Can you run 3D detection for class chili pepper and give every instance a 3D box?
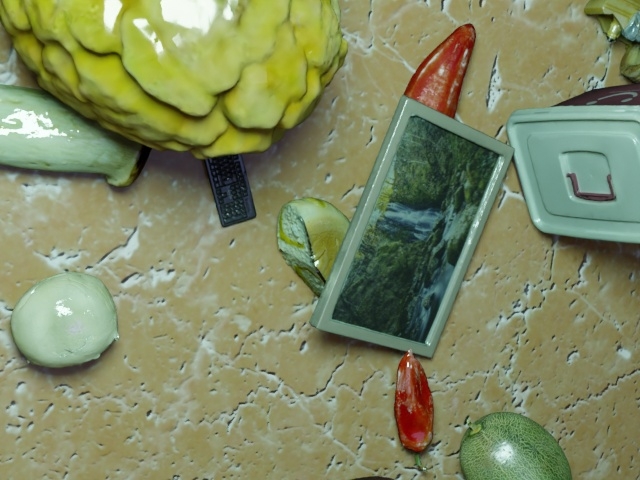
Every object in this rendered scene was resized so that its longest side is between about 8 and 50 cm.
[{"bbox_3d":[0.168,-0.221,1.587,0.088,0.065,0.168,28,84,-24],"label":"chili pepper"},{"bbox_3d":[0.129,0.239,1.643,0.059,0.050,0.191,-18,111,-30],"label":"chili pepper"}]

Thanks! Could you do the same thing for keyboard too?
[{"bbox_3d":[-0.123,-0.096,1.518,0.053,0.010,0.155,-19,104,-19],"label":"keyboard"}]

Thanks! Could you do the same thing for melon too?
[{"bbox_3d":[0.274,0.318,1.668,0.192,0.139,0.139,43,82,-8],"label":"melon"}]

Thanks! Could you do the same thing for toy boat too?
[{"bbox_3d":[0.509,-0.258,1.696,0.310,0.089,0.115,26,91,-23],"label":"toy boat"}]

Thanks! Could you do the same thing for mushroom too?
[{"bbox_3d":[-0.353,-0.132,1.385,0.312,0.081,0.099,9,77,-21],"label":"mushroom"}]

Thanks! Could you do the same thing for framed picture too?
[{"bbox_3d":[0.129,-0.010,1.574,0.241,0.020,0.324,20,94,-43],"label":"framed picture"}]

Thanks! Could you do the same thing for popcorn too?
[{"bbox_3d":[-0.157,-0.275,1.299,0.390,0.354,0.344,23,97,-21],"label":"popcorn"}]

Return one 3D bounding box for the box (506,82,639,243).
[{"bbox_3d":[0.414,-0.112,1.585,0.168,0.294,0.193,-25,107,-27],"label":"box"}]

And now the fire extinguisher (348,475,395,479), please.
[{"bbox_3d":[0.094,0.503,1.637,0.136,0.114,0.337,-10,102,-9],"label":"fire extinguisher"}]

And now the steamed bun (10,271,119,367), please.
[{"bbox_3d":[-0.311,0.097,1.431,0.130,0.091,0.112,-15,102,-18],"label":"steamed bun"}]

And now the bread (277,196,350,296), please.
[{"bbox_3d":[0.000,0.000,1.540,0.094,0.083,0.157,-46,125,-11],"label":"bread"}]
